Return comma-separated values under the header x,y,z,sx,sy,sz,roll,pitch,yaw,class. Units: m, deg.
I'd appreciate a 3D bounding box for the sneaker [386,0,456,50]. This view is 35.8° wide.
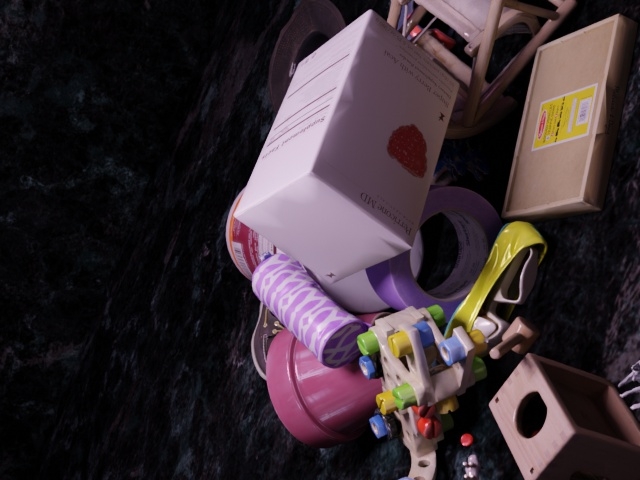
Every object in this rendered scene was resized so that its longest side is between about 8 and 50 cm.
x,y,z,sx,sy,sz,roll,pitch,yaw,class
0.198,-0.456,1.769,0.148,0.131,0.350,-27,53,47,sneaker

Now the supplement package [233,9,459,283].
x,y,z,sx,sy,sz,roll,pitch,yaw,class
0.042,-0.123,1.328,0.175,0.177,0.293,-26,36,48,supplement package

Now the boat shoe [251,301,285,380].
x,y,z,sx,sy,sz,roll,pitch,yaw,class
-0.081,0.163,1.899,0.068,0.081,0.228,-52,27,42,boat shoe

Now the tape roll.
x,y,z,sx,sy,sz,roll,pitch,yaw,class
0.160,0.017,1.381,0.080,0.189,0.189,13,83,66,tape roll

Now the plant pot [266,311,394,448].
x,y,z,sx,sy,sz,roll,pitch,yaw,class
0.048,0.196,1.497,0.180,0.201,0.201,-26,47,37,plant pot

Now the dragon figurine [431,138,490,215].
x,y,z,sx,sy,sz,roll,pitch,yaw,class
0.172,-0.139,1.600,0.144,0.085,0.289,-58,31,19,dragon figurine

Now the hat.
x,y,z,sx,sy,sz,roll,pitch,yaw,class
0.025,-0.327,2.000,0.331,0.134,0.331,-1,89,60,hat

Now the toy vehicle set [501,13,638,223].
x,y,z,sx,sy,sz,roll,pitch,yaw,class
0.334,-0.159,1.340,0.166,0.035,0.267,-11,61,62,toy vehicle set

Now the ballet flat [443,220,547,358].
x,y,z,sx,sy,sz,roll,pitch,yaw,class
0.234,0.084,1.322,0.077,0.077,0.231,34,101,52,ballet flat

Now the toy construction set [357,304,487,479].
x,y,z,sx,sy,sz,roll,pitch,yaw,class
0.130,0.227,1.295,0.215,0.151,0.327,-140,48,-58,toy construction set

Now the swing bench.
x,y,z,sx,sy,sz,roll,pitch,yaw,class
0.202,-0.319,1.511,0.253,0.165,0.255,52,126,40,swing bench

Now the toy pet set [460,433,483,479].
x,y,z,sx,sy,sz,roll,pitch,yaw,class
0.235,0.290,1.183,0.122,0.065,0.114,-8,60,24,toy pet set

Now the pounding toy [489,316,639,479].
x,y,z,sx,sy,sz,roll,pitch,yaw,class
0.240,0.181,1.096,0.094,0.181,0.206,-59,26,24,pounding toy

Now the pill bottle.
x,y,z,sx,sy,sz,roll,pitch,yaw,class
0.000,0.000,1.686,0.392,0.224,0.224,15,85,65,pill bottle

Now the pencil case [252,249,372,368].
x,y,z,sx,sy,sz,roll,pitch,yaw,class
-0.017,0.098,1.434,0.206,0.088,0.086,44,157,40,pencil case

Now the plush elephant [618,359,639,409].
x,y,z,sx,sy,sz,roll,pitch,yaw,class
0.429,0.085,0.734,0.330,0.255,0.272,-41,-24,-12,plush elephant
